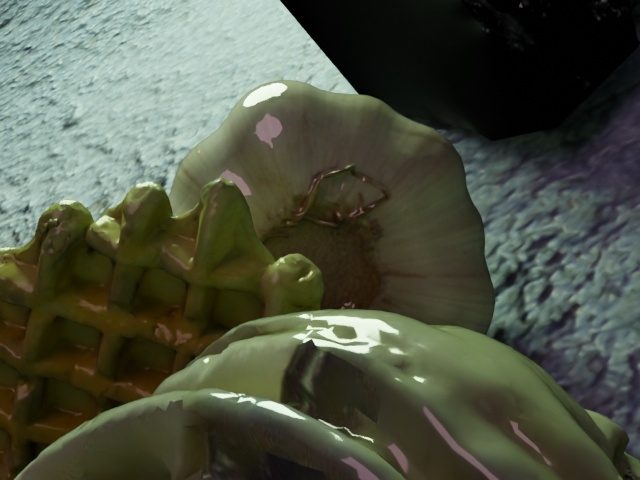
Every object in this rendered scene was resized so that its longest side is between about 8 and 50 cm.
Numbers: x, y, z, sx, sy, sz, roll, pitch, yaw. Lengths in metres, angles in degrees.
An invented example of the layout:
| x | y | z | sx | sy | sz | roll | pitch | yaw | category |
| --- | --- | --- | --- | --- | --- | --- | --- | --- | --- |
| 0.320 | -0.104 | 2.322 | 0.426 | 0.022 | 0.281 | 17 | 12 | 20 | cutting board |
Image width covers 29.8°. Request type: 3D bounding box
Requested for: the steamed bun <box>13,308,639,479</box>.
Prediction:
| x | y | z | sx | sy | sz | roll | pitch | yaw | category |
| --- | --- | --- | --- | --- | --- | --- | --- | --- | --- |
| -0.028 | 0.182 | 0.408 | 0.346 | 0.237 | 0.394 | 6 | 63 | 38 | steamed bun |

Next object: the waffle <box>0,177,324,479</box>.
| x | y | z | sx | sy | sz | roll | pitch | yaw | category |
| --- | --- | --- | --- | --- | --- | --- | --- | --- | --- |
| -0.086 | 0.096 | 0.622 | 0.261 | 0.250 | 0.056 | -25 | 10 | 23 | waffle |

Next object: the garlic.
| x | y | z | sx | sy | sz | roll | pitch | yaw | category |
| --- | --- | --- | --- | --- | --- | --- | --- | --- | --- |
| 0.000 | 0.000 | 0.728 | 0.199 | 0.199 | 0.226 | -33 | 5 | 8 | garlic |

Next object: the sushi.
| x | y | z | sx | sy | sz | roll | pitch | yaw | category |
| --- | --- | --- | --- | --- | --- | --- | --- | --- | --- |
| 0.107 | -0.207 | 0.854 | 0.212 | 0.215 | 0.227 | -42 | 12 | -15 | sushi |
